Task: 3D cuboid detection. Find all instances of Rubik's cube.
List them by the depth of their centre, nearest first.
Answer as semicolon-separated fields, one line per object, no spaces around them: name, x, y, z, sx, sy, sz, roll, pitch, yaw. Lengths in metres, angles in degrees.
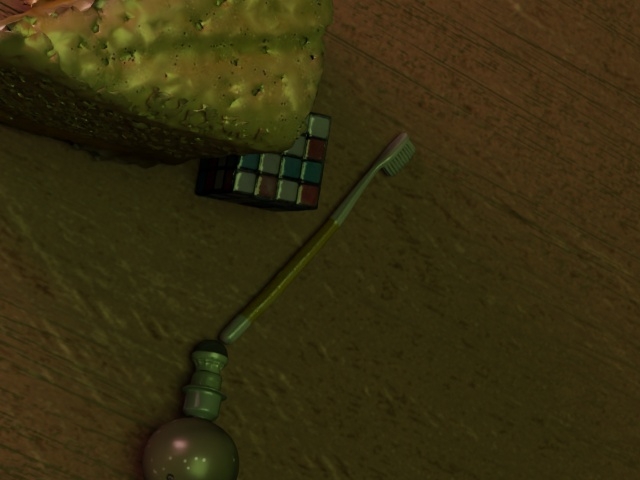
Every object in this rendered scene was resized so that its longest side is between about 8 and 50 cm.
Rubik's cube;-0.055;-0.080;1.856;0.092;0.092;0.092;12;84;-25

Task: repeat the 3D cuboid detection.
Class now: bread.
bread;-0.167;-0.212;1.719;0.315;0.248;0.279;27;78;-33

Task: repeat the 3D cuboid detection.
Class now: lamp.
lamp;-0.116;0.170;1.838;0.091;0.091;0.163;19;64;-25

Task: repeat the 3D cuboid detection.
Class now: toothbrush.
toothbrush;0.000;0.000;1.922;0.288;0.021;0.024;-48;114;-19
